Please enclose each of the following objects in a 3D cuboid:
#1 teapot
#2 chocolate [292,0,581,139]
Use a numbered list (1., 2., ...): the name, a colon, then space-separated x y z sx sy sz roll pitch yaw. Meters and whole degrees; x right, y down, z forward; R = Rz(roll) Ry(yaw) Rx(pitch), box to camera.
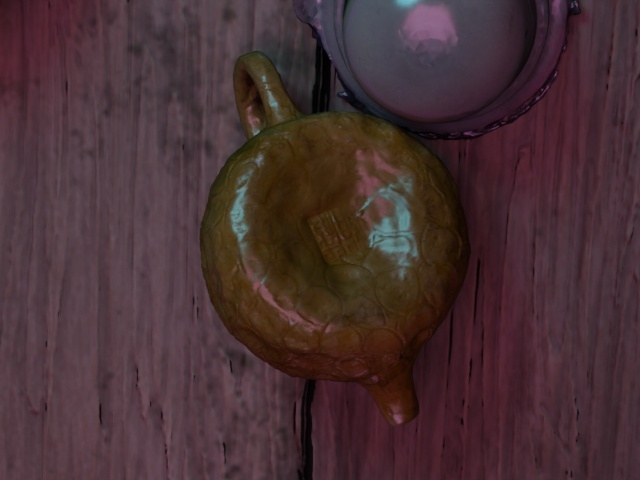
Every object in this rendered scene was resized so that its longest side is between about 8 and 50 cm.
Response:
1. teapot: 0.000 0.000 1.318 0.203 0.167 0.311 -24 80 -15
2. chocolate: 0.080 -0.165 1.268 0.221 0.147 0.221 3 102 14
